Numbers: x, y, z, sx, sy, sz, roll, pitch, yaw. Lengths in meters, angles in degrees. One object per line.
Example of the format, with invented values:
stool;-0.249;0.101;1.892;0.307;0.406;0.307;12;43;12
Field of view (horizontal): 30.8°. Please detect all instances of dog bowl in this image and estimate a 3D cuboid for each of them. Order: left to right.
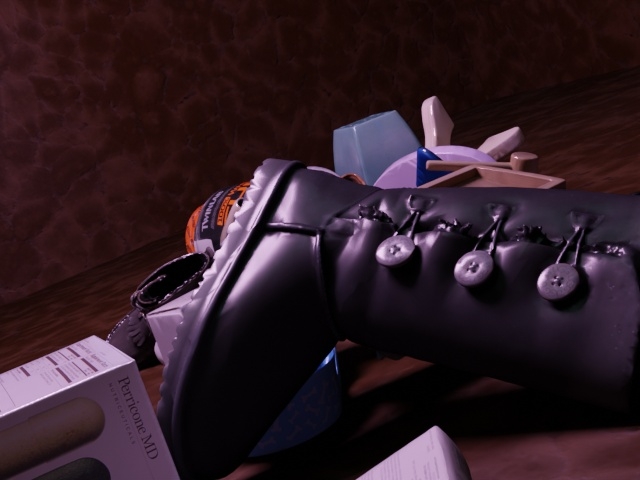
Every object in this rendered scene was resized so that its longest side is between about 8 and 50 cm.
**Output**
dog bowl;-0.050;0.174;1.388;0.166;0.074;0.297;-19;9;3

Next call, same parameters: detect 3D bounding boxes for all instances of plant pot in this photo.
plant pot;0.127;-0.136;2.365;0.166;0.234;0.166;-23;9;-20

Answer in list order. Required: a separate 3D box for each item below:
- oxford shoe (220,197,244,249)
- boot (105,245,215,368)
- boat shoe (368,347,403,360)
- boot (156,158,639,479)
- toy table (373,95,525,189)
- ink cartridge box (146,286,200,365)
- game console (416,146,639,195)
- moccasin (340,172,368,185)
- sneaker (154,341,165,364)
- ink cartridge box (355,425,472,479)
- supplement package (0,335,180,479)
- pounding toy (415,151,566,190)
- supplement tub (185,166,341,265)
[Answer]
oxford shoe;0.063;0.018;1.523;0.397;0.146;0.140;1;36;-13
boot;-0.263;0.105;1.844;0.263;0.091;0.229;-39;-10;-2
boat shoe;0.084;0.086;1.332;0.302;0.103;0.113;-1;20;13
boot;0.096;0.104;1.124;0.445;0.367;0.146;11;-20;23
toy table;0.228;-0.115;2.072;0.274;0.252;0.161;-7;30;35
ink cartridge box;-0.119;0.125;1.589;0.086;0.148;0.203;-12;11;46
game console;0.274;-0.062;1.562;0.250;0.173;0.293;-19;-8;2
moccasin;0.027;-0.003;1.920;0.139;0.147;0.380;8;27;14
sneaker;-0.171;0.147;1.855;0.240;0.091;0.126;-26;-8;-32
ink cartridge box;0.021;0.251;0.907;0.225;0.056;0.181;-38;7;7
supplement package;-0.280;0.237;1.086;0.263;0.199;0.198;-23;10;-19
pounding toy;0.193;-0.035;1.345;0.181;0.094;0.206;14;25;39
supplement tub;-0.099;-0.019;2.234;0.207;0.207;0.338;-28;11;-41
